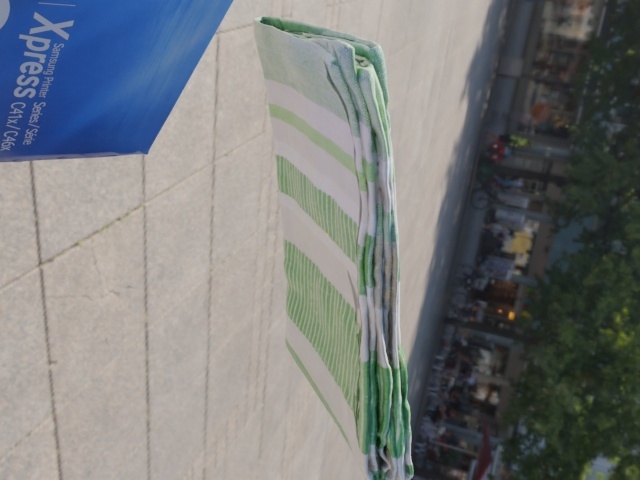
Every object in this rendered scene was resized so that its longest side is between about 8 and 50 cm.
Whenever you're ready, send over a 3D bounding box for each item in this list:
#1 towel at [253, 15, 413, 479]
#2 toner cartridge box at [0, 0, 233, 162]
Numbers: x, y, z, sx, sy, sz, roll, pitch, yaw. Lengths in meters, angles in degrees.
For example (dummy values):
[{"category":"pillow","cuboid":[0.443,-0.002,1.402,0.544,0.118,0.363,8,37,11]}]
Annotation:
[{"category":"towel","cuboid":[0.000,0.000,0.528,0.248,0.038,0.325,-133,-146,-62]},{"category":"toner cartridge box","cuboid":[-0.096,-0.149,0.242,0.165,0.075,0.348,-11,160,-37]}]
